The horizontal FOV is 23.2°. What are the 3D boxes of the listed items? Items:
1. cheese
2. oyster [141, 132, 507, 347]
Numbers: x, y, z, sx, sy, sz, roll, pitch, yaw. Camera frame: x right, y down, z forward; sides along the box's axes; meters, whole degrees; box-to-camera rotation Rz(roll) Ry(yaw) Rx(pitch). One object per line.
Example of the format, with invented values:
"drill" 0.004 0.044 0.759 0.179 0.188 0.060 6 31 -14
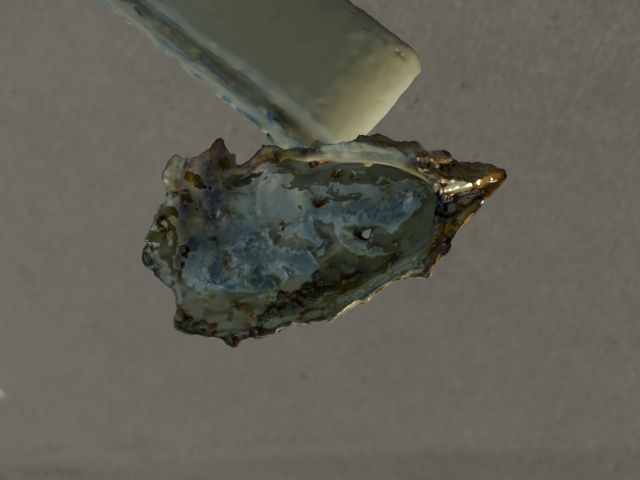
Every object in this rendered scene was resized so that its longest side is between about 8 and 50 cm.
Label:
"cheese" -0.127 -0.183 0.791 0.400 0.085 0.034 38 164 3
"oyster" 0.000 0.000 0.583 0.132 0.086 0.029 8 -174 3
